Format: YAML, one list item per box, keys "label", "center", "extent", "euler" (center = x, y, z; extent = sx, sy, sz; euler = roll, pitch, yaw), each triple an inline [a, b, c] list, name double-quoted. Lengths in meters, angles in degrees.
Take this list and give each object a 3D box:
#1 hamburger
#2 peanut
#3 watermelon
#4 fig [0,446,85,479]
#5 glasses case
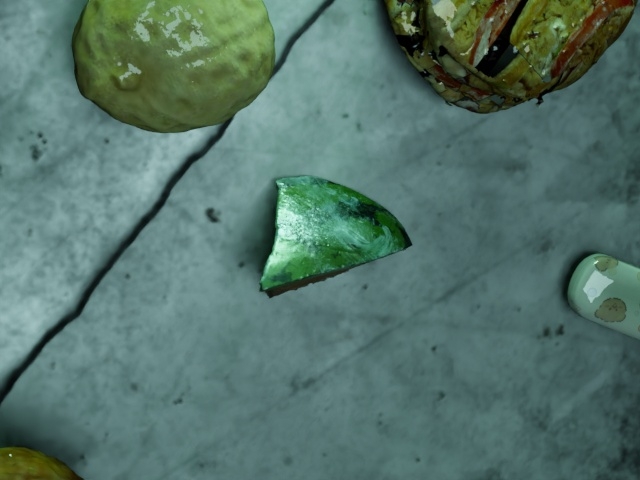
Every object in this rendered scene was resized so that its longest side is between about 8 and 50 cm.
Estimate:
- label: "hamburger"
  center: [0.163, -0.214, 1.210]
  extent: [0.231, 0.107, 0.231]
  euler: [-3, 97, -21]
- label: "peanut"
  center: [-0.112, -0.148, 1.118]
  extent: [0.159, 0.109, 0.140]
  euler: [-26, 111, -14]
- label: "watermelon"
  center: [0.008, -0.004, 1.238]
  extent: [0.155, 0.080, 0.101]
  euler: [-8, 71, -16]
- label: "fig"
  center: [-0.231, 0.324, 1.152]
  extent: [0.286, 0.286, 0.369]
  euler: [-48, 145, -3]
- label: "glasses case"
  center: [0.302, 0.061, 1.363]
  extent: [0.164, 0.041, 0.063]
  euler: [21, 95, -24]
